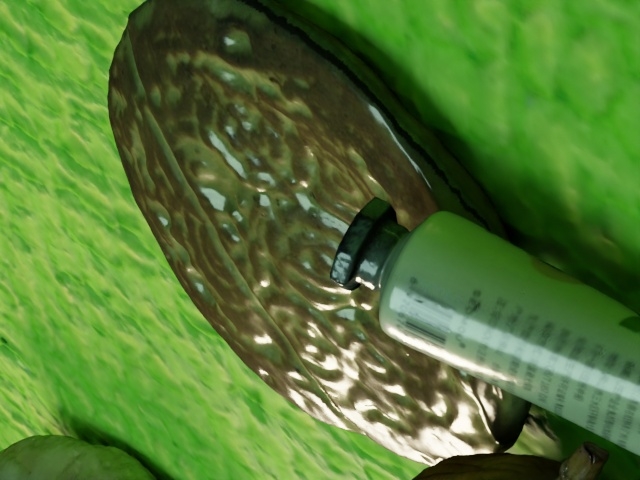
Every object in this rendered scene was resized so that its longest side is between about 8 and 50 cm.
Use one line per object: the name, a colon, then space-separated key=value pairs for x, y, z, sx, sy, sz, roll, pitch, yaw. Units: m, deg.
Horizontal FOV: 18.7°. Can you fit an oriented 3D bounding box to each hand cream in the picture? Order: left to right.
hand cream: x=0.111 y=0.052 z=0.682 sx=0.234 sy=0.050 sz=0.080 roll=28 pitch=149 yaw=16

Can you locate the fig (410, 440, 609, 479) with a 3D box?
fig: x=0.089 y=0.127 z=0.775 sx=0.153 sy=0.119 sz=0.119 roll=-39 pitch=87 yaw=32

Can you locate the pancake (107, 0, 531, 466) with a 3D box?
pancake: x=-0.001 y=0.000 z=0.829 sx=0.250 sy=0.031 sz=0.250 roll=35 pitch=147 yaw=28

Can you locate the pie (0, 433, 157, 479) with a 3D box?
pie: x=-0.103 y=0.272 z=1.286 sx=0.337 sy=0.075 sz=0.337 roll=33 pitch=146 yaw=26
